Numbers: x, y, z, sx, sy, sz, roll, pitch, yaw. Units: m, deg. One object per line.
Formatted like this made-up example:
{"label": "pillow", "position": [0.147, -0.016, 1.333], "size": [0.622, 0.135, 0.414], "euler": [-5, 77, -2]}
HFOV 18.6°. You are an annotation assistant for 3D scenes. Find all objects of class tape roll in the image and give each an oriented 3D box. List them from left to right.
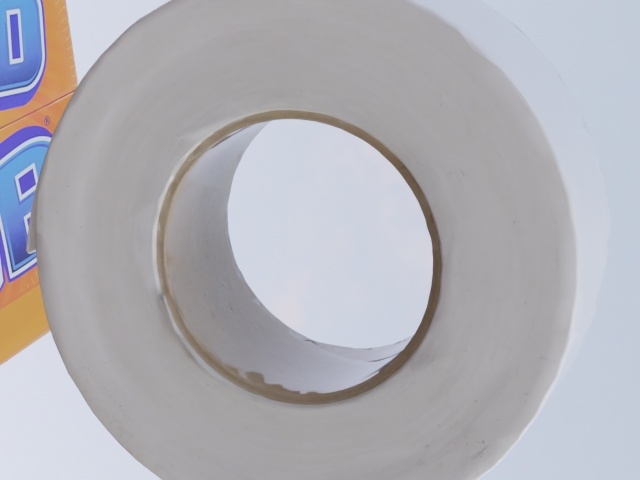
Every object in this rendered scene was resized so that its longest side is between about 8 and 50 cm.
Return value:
{"label": "tape roll", "position": [0.000, 0.000, 1.000], "size": [0.286, 0.100, 0.286], "euler": [4, -77, 17]}

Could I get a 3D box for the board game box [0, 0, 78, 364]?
{"label": "board game box", "position": [-0.423, -0.073, 1.473], "size": [0.356, 0.356, 0.356], "euler": [4, -69, 26]}
